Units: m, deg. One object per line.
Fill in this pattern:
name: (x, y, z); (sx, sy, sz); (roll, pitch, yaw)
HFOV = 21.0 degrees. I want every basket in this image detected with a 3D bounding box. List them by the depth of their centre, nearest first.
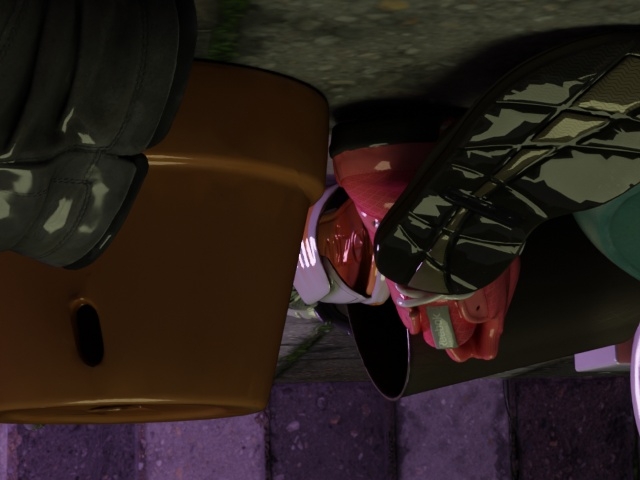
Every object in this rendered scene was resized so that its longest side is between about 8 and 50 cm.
basket: (0.153, 0.041, 1.506); (0.226, 0.154, 0.204); (-6, -148, -13)

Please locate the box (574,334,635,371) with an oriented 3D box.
box: (0.355, 0.068, 1.789); (0.170, 0.130, 0.091); (1, 171, -20)

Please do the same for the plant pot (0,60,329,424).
plant pot: (-0.135, 0.014, 1.136); (0.290, 0.204, 0.291); (-3, 170, 0)

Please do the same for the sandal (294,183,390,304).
sandal: (0.001, 0.011, 1.457); (0.076, 0.102, 0.265); (-3, 173, -13)

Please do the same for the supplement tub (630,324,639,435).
supplement tub: (0.489, 0.134, 1.656); (0.324, 0.235, 0.235); (-3, 172, -19)

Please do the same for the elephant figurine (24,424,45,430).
elephant figurine: (-0.365, 0.098, 1.706); (0.186, 0.169, 0.239); (5, 174, -5)

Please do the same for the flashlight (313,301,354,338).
flashlight: (0.102, 0.053, 1.774); (0.103, 0.103, 0.304); (-46, 158, 18)

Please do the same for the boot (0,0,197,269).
boot: (-0.208, -0.005, 0.843); (0.222, 0.118, 0.338); (9, 131, -42)

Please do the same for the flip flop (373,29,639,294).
flip flop: (0.124, -0.054, 1.091); (0.112, 0.080, 0.277); (25, 143, -14)

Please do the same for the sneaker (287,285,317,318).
sneaker: (-0.071, 0.036, 1.734); (0.170, 0.063, 0.075); (7, 155, 27)

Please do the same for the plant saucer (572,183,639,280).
plant saucer: (0.332, -0.010, 1.263); (0.317, 0.044, 0.317); (11, 158, 4)

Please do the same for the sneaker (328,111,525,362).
sneaker: (0.093, 0.005, 1.260); (0.116, 0.136, 0.314); (-5, 160, 18)
